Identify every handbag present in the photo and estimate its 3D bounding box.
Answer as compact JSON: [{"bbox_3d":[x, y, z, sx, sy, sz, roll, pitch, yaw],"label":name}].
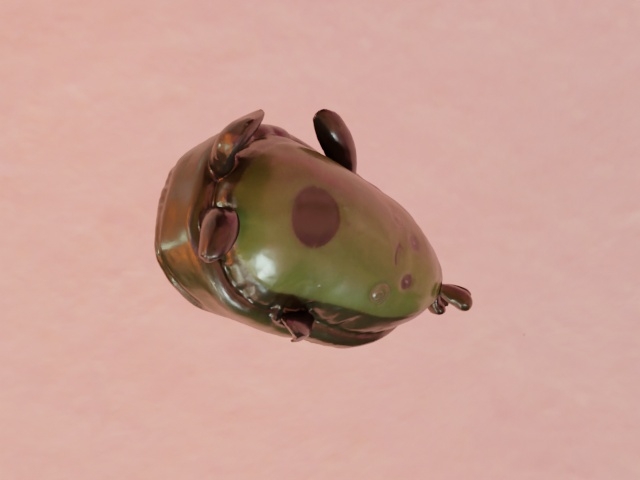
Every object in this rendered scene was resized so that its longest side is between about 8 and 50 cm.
[{"bbox_3d":[0.000,0.000,0.387,0.047,0.111,0.072,-7,66,47],"label":"handbag"}]
